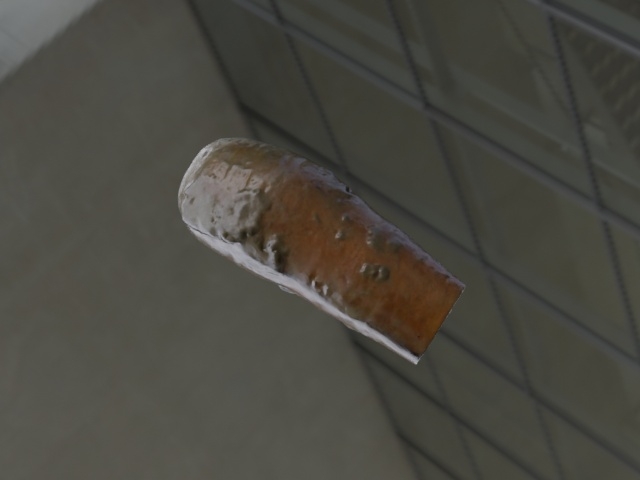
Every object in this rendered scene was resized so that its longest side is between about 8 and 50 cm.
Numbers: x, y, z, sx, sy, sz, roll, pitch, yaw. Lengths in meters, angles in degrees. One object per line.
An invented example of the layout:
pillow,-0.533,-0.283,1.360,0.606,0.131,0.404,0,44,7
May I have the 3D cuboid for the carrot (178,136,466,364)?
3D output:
carrot,0.000,0.000,1.694,0.139,0.301,0.139,-59,-7,-12
